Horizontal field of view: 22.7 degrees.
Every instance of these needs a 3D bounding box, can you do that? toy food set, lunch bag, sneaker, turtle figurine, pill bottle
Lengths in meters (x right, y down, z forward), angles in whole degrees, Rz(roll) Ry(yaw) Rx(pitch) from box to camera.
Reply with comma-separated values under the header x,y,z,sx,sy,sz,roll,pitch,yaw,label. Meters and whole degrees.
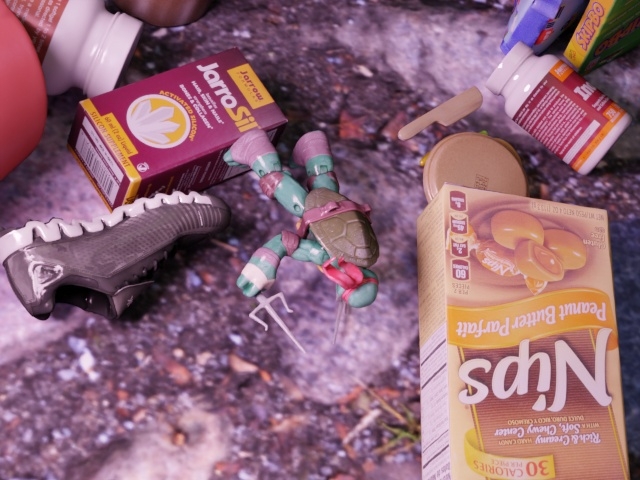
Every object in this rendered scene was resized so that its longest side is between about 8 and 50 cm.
x,y,z,sx,sy,sz,roll,pitch,yaw,label
0.167,-0.057,1.694,0.132,0.038,0.192,-29,84,-26,toy food set
0.305,-0.340,1.800,0.138,0.221,0.293,31,54,1,lunch bag
-0.185,0.021,1.494,0.234,0.078,0.106,-13,71,-25,sneaker
0.000,0.000,1.522,0.175,0.118,0.234,15,44,-50,turtle figurine
0.259,-0.148,1.748,0.152,0.086,0.086,39,55,6,pill bottle
-0.291,-0.217,1.570,0.216,0.121,0.121,23,55,-5,pill bottle

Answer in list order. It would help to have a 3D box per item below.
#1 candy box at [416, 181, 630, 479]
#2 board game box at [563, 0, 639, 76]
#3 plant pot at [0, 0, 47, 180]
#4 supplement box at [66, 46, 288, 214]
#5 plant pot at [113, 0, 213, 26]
x,y,z,sx,sy,sz,roll,pitch,yaw,label
0.194,0.111,1.554,0.183,0.087,0.316,8,61,-15,candy box
0.355,-0.290,1.766,0.124,0.259,0.039,-28,63,-31,board game box
-0.393,-0.112,1.399,0.275,0.275,0.243,45,45,10,plant pot
-0.141,-0.107,1.581,0.188,0.081,0.104,-24,70,-30,supplement box
-0.153,-0.319,1.656,0.167,0.165,0.167,10,56,-15,plant pot
